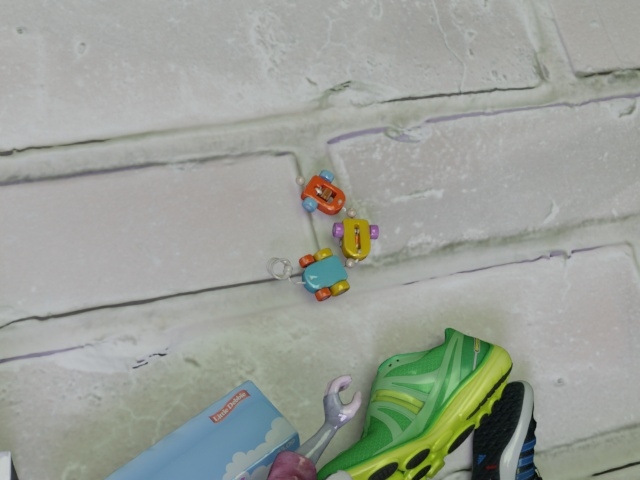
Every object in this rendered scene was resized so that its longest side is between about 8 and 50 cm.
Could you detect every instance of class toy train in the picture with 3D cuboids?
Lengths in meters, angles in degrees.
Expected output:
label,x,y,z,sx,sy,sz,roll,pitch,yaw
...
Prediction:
label,x,y,z,sx,sy,sz,roll,pitch,yaw
toy train,0.000,0.000,1.228,0.125,0.046,0.166,27,62,-2

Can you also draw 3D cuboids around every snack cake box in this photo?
label,x,y,z,sx,sy,sz,roll,pitch,yaw
snack cake box,-0.145,0.280,1.013,0.264,0.152,0.089,-33,56,-22

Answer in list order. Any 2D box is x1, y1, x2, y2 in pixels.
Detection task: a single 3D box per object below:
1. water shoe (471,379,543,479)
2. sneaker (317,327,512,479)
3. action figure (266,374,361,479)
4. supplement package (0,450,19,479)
label,x,y,z,sx,sy,sz,roll,pitch,yaw
water shoe,0.227,0.270,1.183,0.080,0.073,0.203,35,60,-31
sneaker,0.096,0.208,1.146,0.295,0.109,0.123,-34,51,-30
action figure,-0.018,0.309,0.898,0.275,0.370,0.248,-28,55,-9
supplement package,-0.421,0.310,0.912,0.262,0.199,0.198,1,69,-14
